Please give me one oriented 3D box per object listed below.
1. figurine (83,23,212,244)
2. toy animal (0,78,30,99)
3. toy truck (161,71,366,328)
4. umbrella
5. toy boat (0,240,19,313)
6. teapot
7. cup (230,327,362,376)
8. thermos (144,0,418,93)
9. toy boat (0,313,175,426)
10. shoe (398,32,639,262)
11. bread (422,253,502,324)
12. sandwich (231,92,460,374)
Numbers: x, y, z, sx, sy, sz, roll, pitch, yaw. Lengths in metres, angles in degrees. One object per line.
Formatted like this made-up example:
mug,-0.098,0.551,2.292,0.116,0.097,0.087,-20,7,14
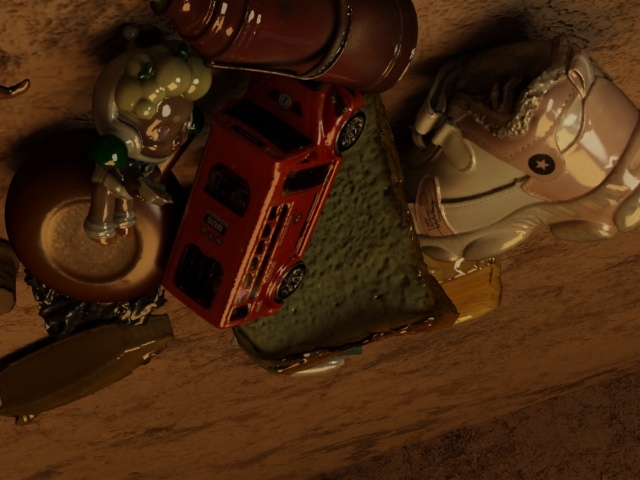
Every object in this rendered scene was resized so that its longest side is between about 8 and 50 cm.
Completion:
figurine,-0.152,-0.083,0.938,0.147,0.093,0.197,-36,143,-56
toy animal,-0.333,-0.135,0.828,0.241,0.056,0.099,0,154,-33
toy truck,-0.057,-0.046,1.009,0.114,0.107,0.252,-22,140,-52
umbrella,-0.164,0.018,1.246,0.337,0.128,0.154,-19,-175,-23
toy boat,-0.407,0.042,1.226,0.116,0.061,0.188,-23,158,20
teapot,-0.205,-0.046,1.076,0.178,0.135,0.252,36,112,-24
cup,-0.037,0.078,1.445,0.173,0.167,0.299,-5,133,0
thermos,-0.040,-0.180,0.870,0.232,0.099,0.124,4,-170,-38
toy boat,-0.345,0.184,1.601,0.321,0.089,0.121,-26,163,23
shoe,0.181,-0.108,1.128,0.351,0.172,0.198,-10,131,45
bread,0.172,0.037,1.527,0.153,0.119,0.288,-19,160,2
sandwich,0.000,0.000,1.126,0.226,0.251,0.087,-19,164,11
